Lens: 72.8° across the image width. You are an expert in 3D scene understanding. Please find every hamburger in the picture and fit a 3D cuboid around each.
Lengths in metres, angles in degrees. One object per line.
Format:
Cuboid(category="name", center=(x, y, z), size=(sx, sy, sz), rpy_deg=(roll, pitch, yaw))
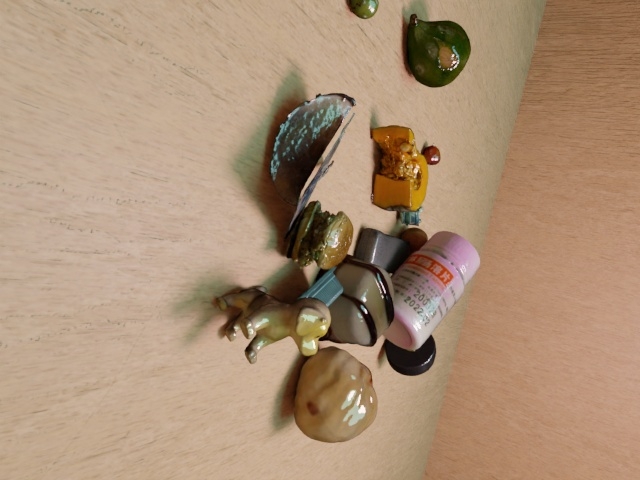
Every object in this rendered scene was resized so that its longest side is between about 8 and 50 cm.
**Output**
Cuboid(category="hamburger", center=(0.000, 0.000, 1.010), size=(0.185, 0.131, 0.159), rpy_deg=(-55, 166, -37))

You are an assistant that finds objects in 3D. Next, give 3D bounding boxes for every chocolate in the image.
Cuboid(category="chocolate", center=(0.106, 0.185, 1.241), size=(0.283, 0.186, 0.284), rpy_deg=(-31, 129, -49))

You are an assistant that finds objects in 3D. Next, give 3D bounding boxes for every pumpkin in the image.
Cuboid(category="pumpkin", center=(0.228, -0.200, 1.326), size=(0.280, 0.139, 0.190), rpy_deg=(38, 70, -55))

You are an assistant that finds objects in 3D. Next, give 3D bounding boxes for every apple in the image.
Cuboid(category="apple", center=(0.354, 0.016, 1.646), size=(0.126, 0.101, 0.126), rpy_deg=(4, 90, -72))

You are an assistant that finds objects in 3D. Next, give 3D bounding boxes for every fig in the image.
Cuboid(category="fig", center=(0.346, -0.595, 1.337), size=(0.244, 0.195, 0.195), rpy_deg=(37, 67, -20))

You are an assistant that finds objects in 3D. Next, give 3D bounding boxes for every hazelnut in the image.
Cuboid(category="hazelnut", center=(0.033, 0.442, 1.226), size=(0.261, 0.241, 0.261), rpy_deg=(29, 51, -44))

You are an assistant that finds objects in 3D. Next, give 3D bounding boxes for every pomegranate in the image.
Cuboid(category="pomegranate", center=(0.111, -0.573, 1.034), size=(0.084, 0.073, 0.073), rpy_deg=(-47, 150, 10))

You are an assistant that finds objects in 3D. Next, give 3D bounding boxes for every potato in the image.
Cuboid(category="potato", center=(-0.044, -0.218, 0.948), size=(0.120, 0.100, 0.261), rpy_deg=(31, 92, -20))

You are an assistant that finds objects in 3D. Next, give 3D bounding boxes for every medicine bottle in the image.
Cuboid(category="medicine bottle", center=(0.350, 0.158, 1.453), size=(0.388, 0.219, 0.219), rpy_deg=(-42, 137, -24))

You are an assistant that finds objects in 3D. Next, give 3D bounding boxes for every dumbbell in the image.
Cuboid(category="dumbbell", center=(0.331, 0.352, 1.659), size=(0.204, 0.203, 0.323), rpy_deg=(-53, 143, -32))

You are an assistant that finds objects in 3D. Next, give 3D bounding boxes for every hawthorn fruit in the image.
Cuboid(category="hawthorn fruit", center=(0.421, -0.323, 1.654), size=(0.077, 0.077, 0.077), rpy_deg=(-30, 127, -50))

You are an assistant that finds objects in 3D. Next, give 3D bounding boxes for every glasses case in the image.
Cuboid(category="glasses case", center=(0.218, 0.043, 1.469), size=(0.323, 0.074, 0.131), rpy_deg=(14, 92, -59))

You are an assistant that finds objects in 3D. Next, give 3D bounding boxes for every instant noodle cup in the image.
Cuboid(category="instant noodle cup", center=(-0.021, 0.155, 1.061), size=(0.179, 0.070, 0.157), rpy_deg=(-39, 172, -44))

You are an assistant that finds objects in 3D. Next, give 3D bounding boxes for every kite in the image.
Cuboid(category="kite", center=(-0.011, -0.127, 0.953), size=(0.335, 0.011, 0.314), rpy_deg=(-59, -179, 24))

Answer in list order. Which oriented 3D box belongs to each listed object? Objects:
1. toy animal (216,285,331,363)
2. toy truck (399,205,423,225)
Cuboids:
Cuboid(category="toy animal", center=(-0.099, 0.162, 0.870), size=(0.168, 0.233, 0.121), rpy_deg=(-31, 123, -39))
Cuboid(category="toy truck", center=(0.340, -0.121, 1.619), size=(0.175, 0.081, 0.067), rpy_deg=(-64, 154, -55))
